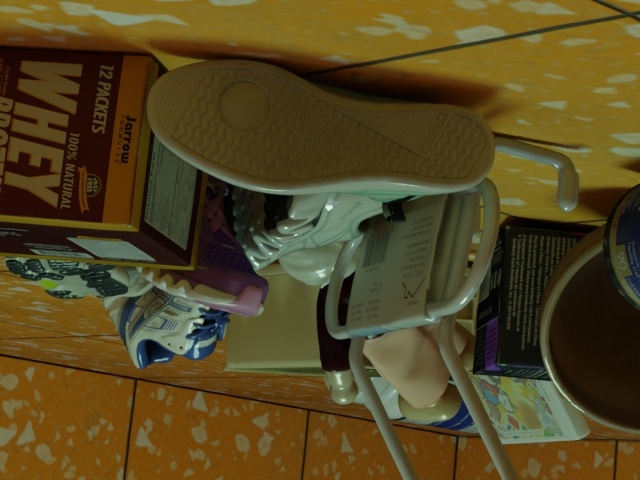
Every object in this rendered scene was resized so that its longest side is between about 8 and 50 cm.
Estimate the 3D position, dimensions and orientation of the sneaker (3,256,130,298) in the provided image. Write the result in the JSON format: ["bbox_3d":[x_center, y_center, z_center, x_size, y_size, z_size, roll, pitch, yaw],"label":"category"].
[{"bbox_3d":[-0.248,-0.015,1.803,0.107,0.110,0.275,-6,168,-2],"label":"sneaker"}]

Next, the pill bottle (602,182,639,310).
[{"bbox_3d":[0.328,-0.006,1.481,0.123,0.122,0.219,9,169,-19],"label":"pill bottle"}]

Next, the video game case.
[{"bbox_3d":[0.224,0.154,2.289,0.026,0.206,0.227,-29,-177,-21],"label":"video game case"}]

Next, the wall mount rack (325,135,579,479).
[{"bbox_3d":[0.108,0.080,1.564,0.130,0.304,0.350,15,168,-17],"label":"wall mount rack"}]

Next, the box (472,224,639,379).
[{"bbox_3d":[0.302,0.075,1.891,0.270,0.143,0.165,6,172,-4],"label":"box"}]

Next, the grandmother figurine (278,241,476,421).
[{"bbox_3d":[0.051,0.065,1.872,0.104,0.208,0.342,1,149,31],"label":"grandmother figurine"}]

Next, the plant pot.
[{"bbox_3d":[0.316,0.056,1.732,0.237,0.237,0.109,7,-149,-4],"label":"plant pot"}]

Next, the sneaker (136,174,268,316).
[{"bbox_3d":[-0.112,-0.015,1.604,0.095,0.104,0.236,22,-171,-38],"label":"sneaker"}]

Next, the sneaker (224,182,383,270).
[{"bbox_3d":[-0.016,-0.028,1.639,0.118,0.110,0.292,0,173,-19],"label":"sneaker"}]

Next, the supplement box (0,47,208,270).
[{"bbox_3d":[-0.204,-0.062,1.454,0.191,0.129,0.194,4,170,11],"label":"supplement box"}]

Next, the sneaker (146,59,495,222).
[{"bbox_3d":[-0.011,-0.069,1.408,0.256,0.094,0.151,9,173,-11],"label":"sneaker"}]

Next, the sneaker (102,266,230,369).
[{"bbox_3d":[-0.116,0.049,1.902,0.112,0.131,0.296,-18,176,-36],"label":"sneaker"}]

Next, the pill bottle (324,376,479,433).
[{"bbox_3d":[0.141,0.173,2.527,0.265,0.153,0.153,14,167,-36],"label":"pill bottle"}]

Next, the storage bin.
[{"bbox_3d":[0.060,0.095,2.167,0.260,0.123,0.262,6,172,-37],"label":"storage bin"}]
